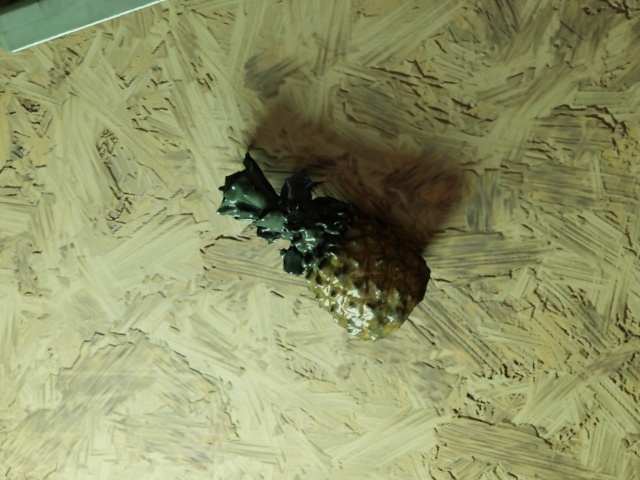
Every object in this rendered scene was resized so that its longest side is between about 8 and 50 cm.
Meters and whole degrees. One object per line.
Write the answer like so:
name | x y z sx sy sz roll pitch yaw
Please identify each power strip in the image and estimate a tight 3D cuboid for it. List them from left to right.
power strip | -0.251 -0.257 1.897 0.288 0.093 0.053 -17 114 16

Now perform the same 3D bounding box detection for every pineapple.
pineapple | -0.001 0.001 1.996 0.248 0.128 0.128 39 117 -10
